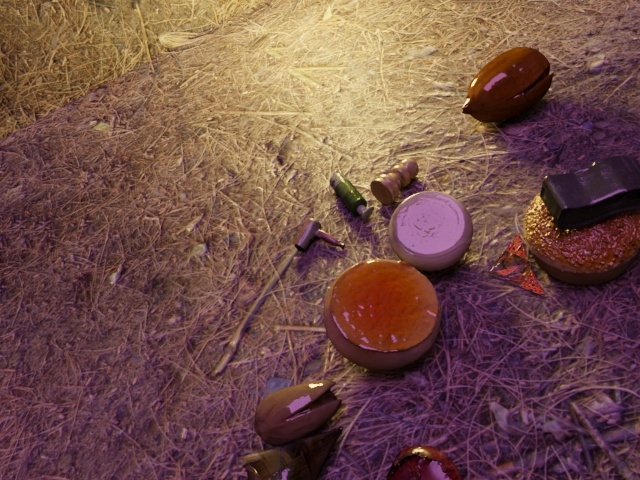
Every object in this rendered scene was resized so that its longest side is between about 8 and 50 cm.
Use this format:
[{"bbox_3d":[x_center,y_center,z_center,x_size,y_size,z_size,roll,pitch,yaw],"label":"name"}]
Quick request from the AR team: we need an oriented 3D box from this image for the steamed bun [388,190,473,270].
[{"bbox_3d":[0.307,-0.017,1.527,0.231,0.145,0.232,-6,64,12],"label":"steamed bun"}]

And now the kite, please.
[{"bbox_3d":[0.509,0.074,1.474,0.125,0.008,0.223,-12,49,9],"label":"kite"}]

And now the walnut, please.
[{"bbox_3d":[0.600,-0.498,1.797,0.336,0.209,0.209,-29,48,-8],"label":"walnut"}]

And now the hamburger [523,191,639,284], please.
[{"bbox_3d":[0.668,-0.032,1.397,0.301,0.170,0.302,-9,49,11],"label":"hamburger"}]

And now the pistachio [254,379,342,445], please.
[{"bbox_3d":[-0.056,0.408,1.313,0.225,0.136,0.136,-25,48,1],"label":"pistachio"}]

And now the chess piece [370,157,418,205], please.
[{"bbox_3d":[0.245,-0.196,1.746,0.094,0.094,0.170,29,57,35],"label":"chess piece"}]

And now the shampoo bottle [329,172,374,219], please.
[{"bbox_3d":[0.101,-0.140,1.756,0.065,0.065,0.205,-29,48,-6],"label":"shampoo bottle"}]

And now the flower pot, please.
[{"bbox_3d":[0.649,-0.112,1.289,0.229,0.103,0.108,-16,52,8],"label":"flower pot"}]

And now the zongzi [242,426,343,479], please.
[{"bbox_3d":[-0.033,0.547,1.202,0.241,0.112,0.221,-17,50,-5],"label":"zongzi"}]

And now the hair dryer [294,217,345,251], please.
[{"bbox_3d":[0.005,-0.005,1.690,0.154,0.054,0.106,15,62,24],"label":"hair dryer"}]

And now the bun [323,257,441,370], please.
[{"bbox_3d":[0.153,0.193,1.394,0.298,0.165,0.299,1,55,-1],"label":"bun"}]

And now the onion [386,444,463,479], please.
[{"bbox_3d":[0.227,0.513,1.127,0.183,0.147,0.184,-3,86,44],"label":"onion"}]
